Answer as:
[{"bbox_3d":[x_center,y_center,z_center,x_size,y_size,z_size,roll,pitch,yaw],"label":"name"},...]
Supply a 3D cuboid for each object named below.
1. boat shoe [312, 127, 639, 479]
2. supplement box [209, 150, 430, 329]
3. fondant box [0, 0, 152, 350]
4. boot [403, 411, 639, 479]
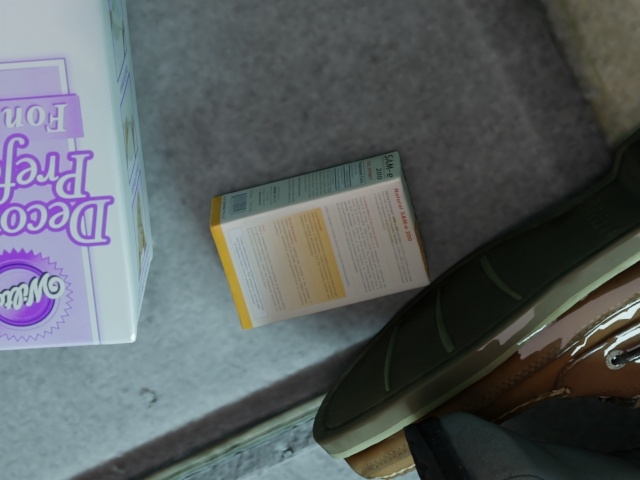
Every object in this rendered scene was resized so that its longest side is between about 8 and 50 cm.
[{"bbox_3d":[0.140,0.037,0.958,0.307,0.111,0.104,-36,110,15],"label":"boat shoe"},{"bbox_3d":[0.000,0.000,0.978,0.098,0.036,0.062,-13,115,5],"label":"supplement box"},{"bbox_3d":[-0.212,-0.109,0.891,0.238,0.096,0.330,-4,117,0],"label":"fondant box"},{"bbox_3d":[0.182,0.111,0.930,0.223,0.338,0.118,-27,68,11],"label":"boot"}]
